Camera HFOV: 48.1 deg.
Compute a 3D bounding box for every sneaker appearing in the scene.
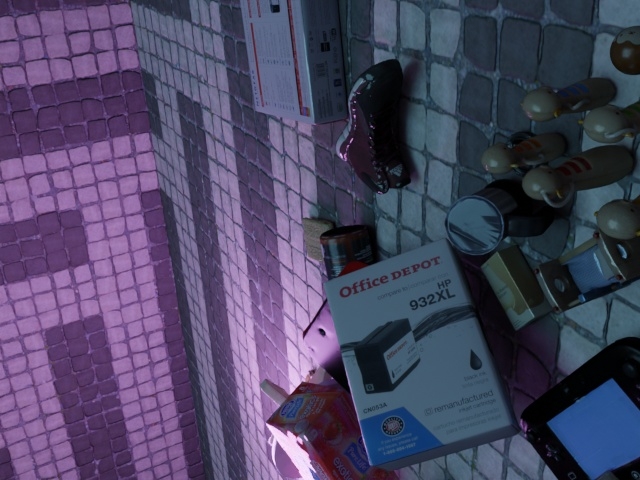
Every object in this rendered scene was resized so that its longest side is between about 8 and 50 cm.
[{"bbox_3d":[0.121,-0.181,1.268,0.163,0.106,0.281,58,161,18],"label":"sneaker"}]

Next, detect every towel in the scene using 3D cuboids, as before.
[{"bbox_3d":[0.000,0.000,1.693,0.148,0.027,0.110,12,115,64],"label":"towel"}]

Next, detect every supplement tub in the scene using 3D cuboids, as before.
[{"bbox_3d":[0.065,0.072,1.506,0.106,0.106,0.198,8,111,63],"label":"supplement tub"}]

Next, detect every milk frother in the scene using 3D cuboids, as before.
[{"bbox_3d":[0.250,-0.068,1.000,0.129,0.134,0.143,-13,96,34],"label":"milk frother"}]

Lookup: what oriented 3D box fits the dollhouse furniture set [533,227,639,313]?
[{"bbox_3d":[0.371,0.076,0.841,0.184,0.129,0.129,67,154,15],"label":"dollhouse furniture set"}]

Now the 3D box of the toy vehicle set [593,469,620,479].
[{"bbox_3d":[0.412,0.455,1.044,0.166,0.035,0.267,45,146,22],"label":"toy vehicle set"}]

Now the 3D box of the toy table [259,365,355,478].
[{"bbox_3d":[-0.028,0.441,1.799,0.252,0.274,0.161,47,177,-24],"label":"toy table"}]

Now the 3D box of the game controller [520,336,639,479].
[{"bbox_3d":[0.392,0.256,0.980,0.166,0.067,0.319,62,153,25],"label":"game controller"}]

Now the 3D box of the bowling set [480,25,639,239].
[{"bbox_3d":[0.302,-0.139,0.826,0.287,0.154,0.200,32,133,55],"label":"bowling set"}]

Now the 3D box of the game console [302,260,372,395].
[{"bbox_3d":[0.128,0.235,1.430,0.342,0.060,0.386,42,148,9],"label":"game console"}]

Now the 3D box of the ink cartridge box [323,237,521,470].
[{"bbox_3d":[0.156,0.182,1.145,0.129,0.223,0.308,45,-153,-61],"label":"ink cartridge box"}]

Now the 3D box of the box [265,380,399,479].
[{"bbox_3d":[0.030,0.484,1.640,0.154,0.142,0.300,-2,125,50],"label":"box"}]

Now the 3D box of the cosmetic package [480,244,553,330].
[{"bbox_3d":[0.298,0.072,1.095,0.115,0.041,0.060,64,154,21],"label":"cosmetic package"}]

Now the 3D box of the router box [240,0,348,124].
[{"bbox_3d":[-0.065,-0.429,1.505,0.301,0.082,0.336,29,130,57],"label":"router box"}]

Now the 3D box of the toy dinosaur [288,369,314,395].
[{"bbox_3d":[-0.035,0.428,2.016,0.183,0.053,0.093,120,145,-48],"label":"toy dinosaur"}]
